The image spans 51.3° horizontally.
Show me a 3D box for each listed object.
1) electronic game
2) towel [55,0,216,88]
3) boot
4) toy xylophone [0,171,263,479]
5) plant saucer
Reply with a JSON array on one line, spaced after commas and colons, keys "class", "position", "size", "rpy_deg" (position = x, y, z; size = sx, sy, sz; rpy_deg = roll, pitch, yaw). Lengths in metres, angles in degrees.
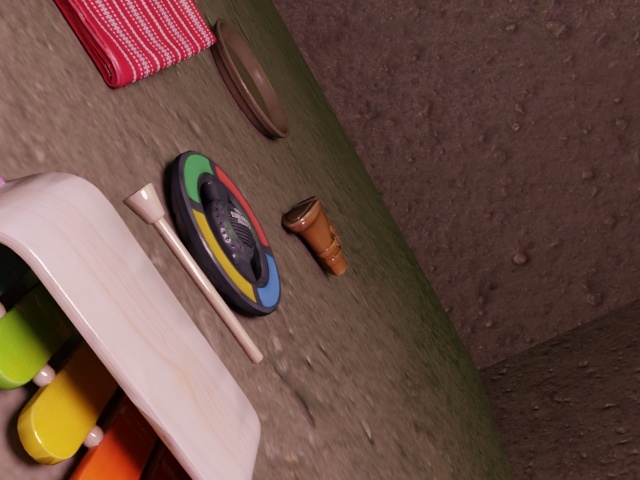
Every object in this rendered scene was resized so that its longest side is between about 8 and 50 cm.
[{"class": "electronic game", "position": [-0.114, -0.010, 0.841], "size": [0.229, 0.048, 0.229], "rpy_deg": [57, 13, -22]}, {"class": "towel", "position": [-0.242, -0.314, 0.853], "size": [0.198, 0.031, 0.275], "rpy_deg": [60, 28, -16]}, {"class": "boot", "position": [0.000, 0.000, 1.245], "size": [0.152, 0.073, 0.197], "rpy_deg": [65, 14, -7]}, {"class": "toy xylophone", "position": [-0.134, 0.081, 0.480], "size": [0.322, 0.081, 0.236], "rpy_deg": [61, 12, -8]}, {"class": "plant saucer", "position": [-0.151, -0.333, 1.404], "size": [0.278, 0.041, 0.278], "rpy_deg": [58, 13, -22]}]
